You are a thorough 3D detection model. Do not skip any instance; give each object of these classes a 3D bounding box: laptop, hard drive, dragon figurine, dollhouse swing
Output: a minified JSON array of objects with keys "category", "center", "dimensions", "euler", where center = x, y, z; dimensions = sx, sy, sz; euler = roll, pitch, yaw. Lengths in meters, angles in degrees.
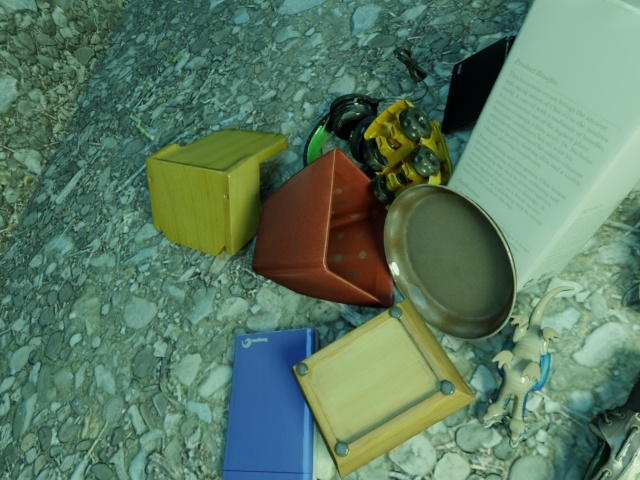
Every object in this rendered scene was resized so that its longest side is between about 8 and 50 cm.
[{"category":"laptop","center":[0.464,-0.365,1.021],"dimensions":[0.265,0.136,0.234],"euler":[14,71,4]},{"category":"hard drive","center":[-0.106,0.362,0.911],"dimensions":[0.211,0.040,0.318],"euler":[-11,61,21]},{"category":"dragon figurine","center":[0.361,0.208,0.730],"dimensions":[0.085,0.144,0.289],"euler":[18,57,30]},{"category":"dollhouse swing","center":[-0.290,-0.165,1.262],"dimensions":[0.347,0.305,0.314],"euler":[14,113,31]}]

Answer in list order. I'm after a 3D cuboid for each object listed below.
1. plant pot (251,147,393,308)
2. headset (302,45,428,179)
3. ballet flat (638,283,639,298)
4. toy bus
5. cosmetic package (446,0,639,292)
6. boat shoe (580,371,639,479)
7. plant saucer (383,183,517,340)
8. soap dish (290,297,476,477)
[{"category":"plant pot","center":[0.000,0.000,0.926],"dimensions":[0.236,0.267,0.266],"euler":[-12,60,33]},{"category":"headset","center":[0.103,-0.300,1.060],"dimensions":[0.394,0.185,0.243],"euler":[-41,54,16]},{"category":"ballet flat","center":[0.656,-0.030,0.609],"dimensions":[0.409,0.147,0.146],"euler":[-42,52,26]},{"category":"toy bus","center":[0.223,-0.171,0.927],"dimensions":[0.149,0.212,0.220],"euler":[-34,58,43]},{"category":"cosmetic package","center":[0.385,-0.147,0.683],"dimensions":[0.162,0.453,0.230],"euler":[-16,51,-26]},{"category":"boat shoe","center":[0.460,0.305,0.627],"dimensions":[0.093,0.103,0.285],"euler":[21,82,28]},{"category":"plant saucer","center":[0.242,0.038,0.789],"dimensions":[0.050,0.310,0.310],"euler":[-20,49,-29]},{"category":"soap dish","center":[0.103,0.268,0.788],"dimensions":[0.291,0.118,0.228],"euler":[-31,60,1]}]
